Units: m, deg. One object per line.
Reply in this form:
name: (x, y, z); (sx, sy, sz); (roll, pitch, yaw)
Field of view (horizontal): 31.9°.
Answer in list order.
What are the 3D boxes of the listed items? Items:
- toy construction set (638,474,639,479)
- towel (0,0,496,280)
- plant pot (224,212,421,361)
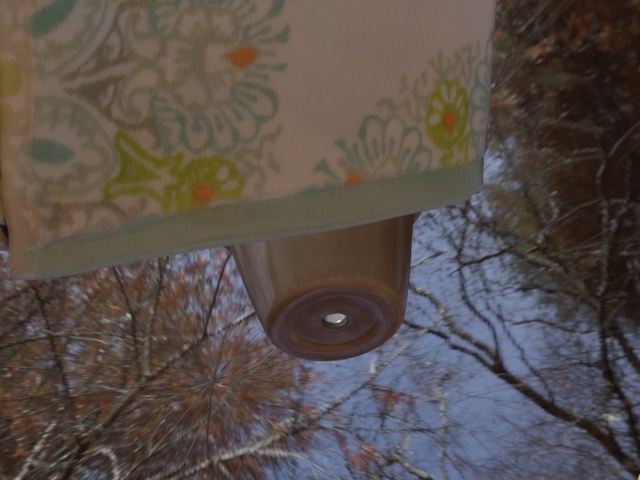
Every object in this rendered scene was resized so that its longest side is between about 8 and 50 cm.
toy construction set: (0.390, 0.440, 1.282); (0.258, 0.308, 0.237); (13, -128, 23)
towel: (-0.038, -0.158, 0.626); (0.375, 0.090, 0.320); (-11, -67, -37)
plant pot: (0.000, 0.000, 1.233); (0.263, 0.263, 0.229); (-2, -131, -6)
